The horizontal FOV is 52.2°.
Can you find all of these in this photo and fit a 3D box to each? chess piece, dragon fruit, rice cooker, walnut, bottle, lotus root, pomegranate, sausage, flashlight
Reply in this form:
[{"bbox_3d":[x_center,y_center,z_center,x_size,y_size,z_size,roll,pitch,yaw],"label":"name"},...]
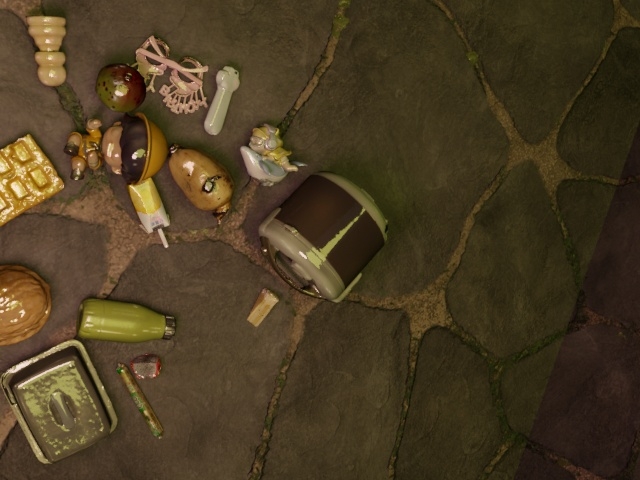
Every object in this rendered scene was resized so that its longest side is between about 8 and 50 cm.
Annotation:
[{"bbox_3d":[-0.692,-0.480,1.660,0.094,0.094,0.171,-6,106,-27],"label":"chess piece"},{"bbox_3d":[-0.497,0.362,1.873,0.083,0.060,0.056,-6,107,0],"label":"dragon fruit"},{"bbox_3d":[0.000,0.000,1.941,0.325,0.335,0.335,-48,115,-15],"label":"rice cooker"},{"bbox_3d":[-0.778,0.158,1.621,0.213,0.213,0.214,-4,98,-27],"label":"walnut"},{"bbox_3d":[-0.532,0.228,1.806,0.260,0.112,0.112,12,90,-28],"label":"bottle"},{"bbox_3d":[-0.330,-0.172,1.842,0.140,0.154,0.257,-44,110,-10],"label":"lotus root"},{"bbox_3d":[-0.518,-0.390,1.708,0.129,0.159,0.130,1,79,-6],"label":"pomegranate"},{"bbox_3d":[-0.520,0.464,1.885,0.032,0.032,0.269,-30,109,-21],"label":"sausage"},{"bbox_3d":[-0.290,-0.403,1.887,0.093,0.047,0.201,12,97,-67],"label":"flashlight"}]

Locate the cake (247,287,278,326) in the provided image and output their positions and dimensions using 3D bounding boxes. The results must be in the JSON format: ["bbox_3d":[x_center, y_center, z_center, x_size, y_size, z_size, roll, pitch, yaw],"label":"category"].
[{"bbox_3d":[-0.182,0.211,2.023,0.052,0.065,0.121,31,88,-24],"label":"cake"}]

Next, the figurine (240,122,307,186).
[{"bbox_3d":[-0.147,-0.251,1.950,0.208,0.128,0.184,7,90,-36],"label":"figurine"}]

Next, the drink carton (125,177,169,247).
[{"bbox_3d":[-0.471,-0.076,1.823,0.084,0.074,0.200,-25,108,-22],"label":"drink carton"}]

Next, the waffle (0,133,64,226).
[{"bbox_3d":[-0.810,-0.134,1.648,0.274,0.057,0.168,-36,112,-19],"label":"waffle"}]

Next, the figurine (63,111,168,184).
[{"bbox_3d":[-0.534,-0.244,1.726,0.256,0.167,0.193,1,100,-4],"label":"figurine"}]

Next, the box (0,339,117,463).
[{"bbox_3d":[-0.684,0.424,1.719,0.220,0.166,0.291,-26,106,-22],"label":"box"}]

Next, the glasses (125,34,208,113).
[{"bbox_3d":[-0.413,-0.450,1.802,0.255,0.095,0.162,25,92,-26],"label":"glasses"}]
